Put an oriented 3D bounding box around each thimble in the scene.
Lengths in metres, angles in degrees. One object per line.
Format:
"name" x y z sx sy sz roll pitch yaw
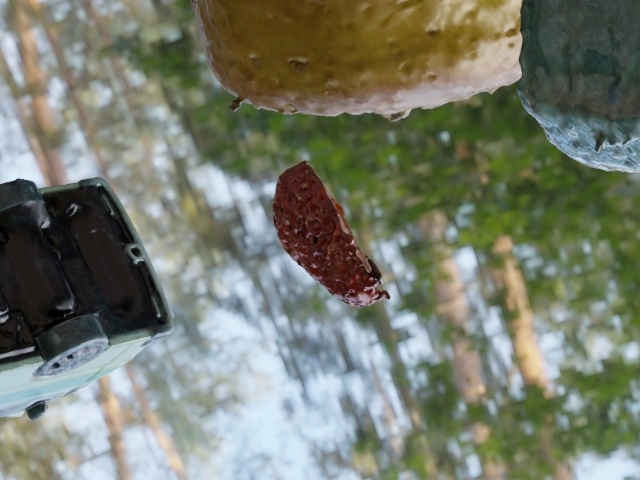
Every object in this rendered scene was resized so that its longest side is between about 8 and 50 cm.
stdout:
"thimble" 0.230 -0.143 1.229 0.143 0.198 0.235 5 -131 43

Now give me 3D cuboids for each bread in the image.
"bread" 0.012 -0.192 1.484 0.340 0.194 0.179 7 -149 28

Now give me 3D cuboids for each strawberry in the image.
"strawberry" 0.000 0.000 2.070 0.082 0.121 0.188 -29 -119 2

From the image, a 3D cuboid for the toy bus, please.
"toy bus" -0.251 0.056 1.237 0.276 0.134 0.164 -10 159 -47
